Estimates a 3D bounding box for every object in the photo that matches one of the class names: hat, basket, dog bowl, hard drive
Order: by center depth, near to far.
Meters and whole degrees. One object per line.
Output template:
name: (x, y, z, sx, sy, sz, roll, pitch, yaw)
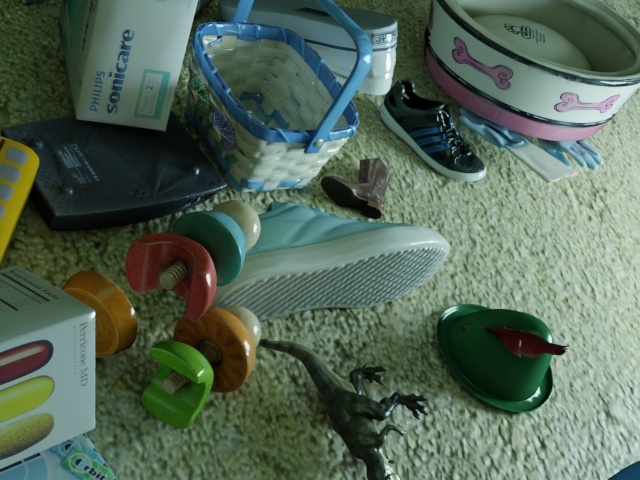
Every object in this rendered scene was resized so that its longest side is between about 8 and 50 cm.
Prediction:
hard drive: (-0.265, -0.091, 1.478, 0.254, 0.054, 0.172, -13, 55, -41)
hat: (0.270, 0.106, 1.482, 0.173, 0.183, 0.208, -4, 49, -35)
basket: (-0.054, -0.218, 1.554, 0.201, 0.289, 0.255, -4, 46, -40)
dog bowl: (0.361, -0.326, 2.003, 0.408, 0.150, 0.408, 14, 36, -10)

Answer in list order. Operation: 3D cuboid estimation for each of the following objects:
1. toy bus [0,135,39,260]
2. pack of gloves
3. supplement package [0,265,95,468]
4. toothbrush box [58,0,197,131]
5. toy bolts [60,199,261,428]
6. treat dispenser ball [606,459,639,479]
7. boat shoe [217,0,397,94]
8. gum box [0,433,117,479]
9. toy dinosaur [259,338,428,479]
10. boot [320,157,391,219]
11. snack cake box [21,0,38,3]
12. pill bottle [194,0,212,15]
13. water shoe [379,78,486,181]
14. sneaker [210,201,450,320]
toy bus: (-0.409, 0.018, 1.234, 0.130, 0.108, 0.333, 21, 39, -13)
pack of gloves: (0.347, -0.163, 1.946, 0.195, 0.046, 0.232, -19, 48, -42)
supplement package: (-0.344, 0.133, 1.068, 0.134, 0.139, 0.244, 24, 31, 38)
toothbrush box: (-0.264, -0.315, 1.551, 0.126, 0.216, 0.295, 6, 32, -21)
toy bolts: (-0.155, 0.049, 1.267, 0.218, 0.228, 0.158, 31, 39, 15)
treat dispenser ball: (0.395, 0.362, 1.200, 0.288, 0.288, 0.288, 17, 41, -15)
boat shoe: (-0.023, -0.287, 1.781, 0.367, 0.156, 0.136, 21, 34, 40)
gum box: (-0.286, 0.254, 1.103, 0.184, 0.041, 0.157, -17, 57, -42)
toy dinosaur: (0.047, 0.192, 1.358, 0.118, 0.064, 0.268, -17, 54, -34)
boot: (0.054, -0.092, 1.684, 0.106, 0.037, 0.114, 33, 40, -16)
snack cake box: (-0.454, -0.483, 1.764, 0.152, 0.089, 0.264, -21, 60, -46)
pill bottle: (-0.211, -0.392, 1.818, 0.078, 0.078, 0.137, 32, 39, 3)
water shoe: (0.181, -0.172, 1.812, 0.203, 0.080, 0.073, 38, 40, 11)
sneaker: (0.000, 0.000, 1.476, 0.366, 0.135, 0.150, -5, 53, -36)
